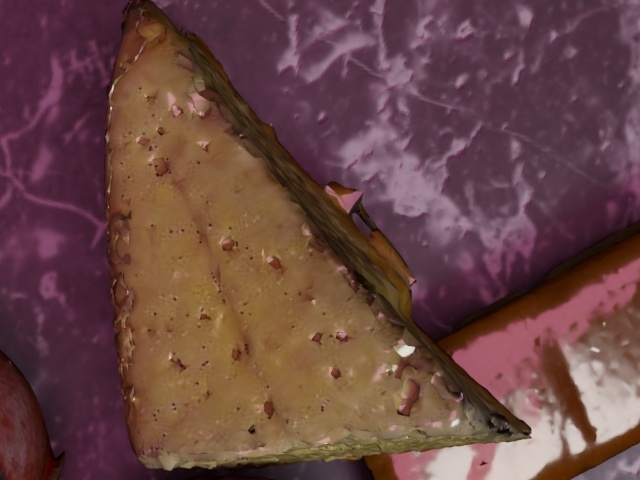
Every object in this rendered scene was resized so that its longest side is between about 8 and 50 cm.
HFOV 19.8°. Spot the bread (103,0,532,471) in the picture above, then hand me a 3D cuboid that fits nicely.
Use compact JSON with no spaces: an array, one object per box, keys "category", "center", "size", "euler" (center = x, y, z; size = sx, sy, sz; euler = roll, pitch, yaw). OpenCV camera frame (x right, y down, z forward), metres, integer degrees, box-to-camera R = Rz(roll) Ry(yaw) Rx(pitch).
[{"category":"bread","center":[0.000,0.000,1.200],"size":[0.279,0.248,0.315],"euler":[2,85,17]}]

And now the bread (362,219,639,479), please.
[{"category":"bread","center":[0.189,0.087,1.338],"size":[0.361,0.077,0.138],"euler":[-27,95,-5]}]

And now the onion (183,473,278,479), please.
[{"category":"onion","center":[-0.030,0.329,1.231],"size":[0.285,0.347,0.348],"euler":[11,90,-48]}]

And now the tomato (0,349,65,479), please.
[{"category":"tomato","center":[-0.307,0.167,1.199],"size":[0.264,0.265,0.265],"euler":[0,91,-6]}]
